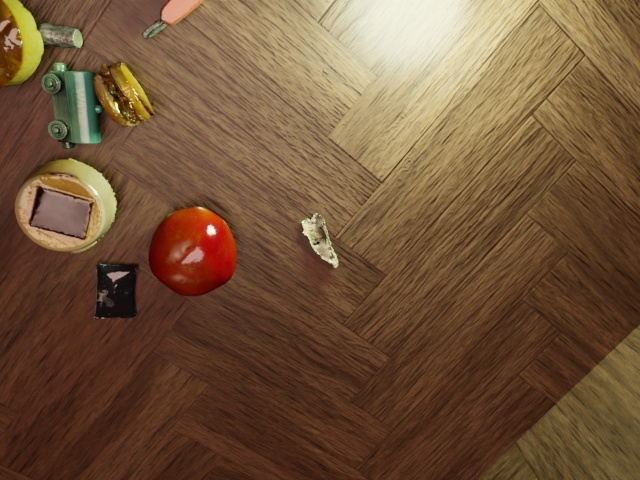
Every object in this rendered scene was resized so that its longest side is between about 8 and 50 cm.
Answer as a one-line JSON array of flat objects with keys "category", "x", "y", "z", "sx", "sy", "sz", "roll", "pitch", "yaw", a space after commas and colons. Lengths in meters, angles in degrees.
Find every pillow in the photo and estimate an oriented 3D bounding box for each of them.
[{"category": "pillow", "x": -0.705, "y": 0.179, "z": 1.802, "sx": 0.141, "sy": 0.055, "sz": 0.208, "roll": 2, "pitch": 111, "yaw": -17}]

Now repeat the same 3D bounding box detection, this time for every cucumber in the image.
[{"category": "cucumber", "x": -0.748, "y": -0.584, "z": 1.506, "sx": 0.112, "sy": 0.064, "sz": 0.064, "roll": 6, "pitch": 109, "yaw": -12}]

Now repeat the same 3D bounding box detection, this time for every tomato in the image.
[{"category": "tomato", "x": -0.407, "y": 0.046, "z": 1.698, "sx": 0.298, "sy": 0.226, "sz": 0.298, "roll": -3, "pitch": 109, "yaw": -9}]

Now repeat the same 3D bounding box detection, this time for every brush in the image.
[{"category": "brush", "x": -0.394, "y": -0.697, "z": 1.519, "sx": 0.323, "sy": 0.051, "sz": 0.070, "roll": -39, "pitch": 117, "yaw": 4}]

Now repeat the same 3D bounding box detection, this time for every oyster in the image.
[{"category": "oyster", "x": -0.001, "y": 0.000, "z": 1.834, "sx": 0.106, "sy": 0.061, "sz": 0.200, "roll": -4, "pitch": 109, "yaw": 13}]

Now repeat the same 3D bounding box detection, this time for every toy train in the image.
[{"category": "toy train", "x": -0.726, "y": -0.394, "z": 1.552, "sx": 0.159, "sy": 0.101, "sz": 0.248, "roll": 4, "pitch": 109, "yaw": 0}]

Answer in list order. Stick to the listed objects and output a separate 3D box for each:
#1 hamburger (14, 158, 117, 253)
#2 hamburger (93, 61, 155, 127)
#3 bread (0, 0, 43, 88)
[{"category": "hamburger", "x": -0.789, "y": -0.106, "z": 1.624, "sx": 0.302, "sy": 0.170, "sz": 0.302, "roll": -3, "pitch": 108, "yaw": -10}, {"category": "hamburger", "x": -0.580, "y": -0.426, "z": 1.524, "sx": 0.118, "sy": 0.182, "sz": 0.191, "roll": -28, "pitch": 108, "yaw": -5}, {"category": "bread", "x": -0.903, "y": -0.551, "z": 1.428, "sx": 0.270, "sy": 0.148, "sz": 0.270, "roll": 4, "pitch": 110, "yaw": 11}]
